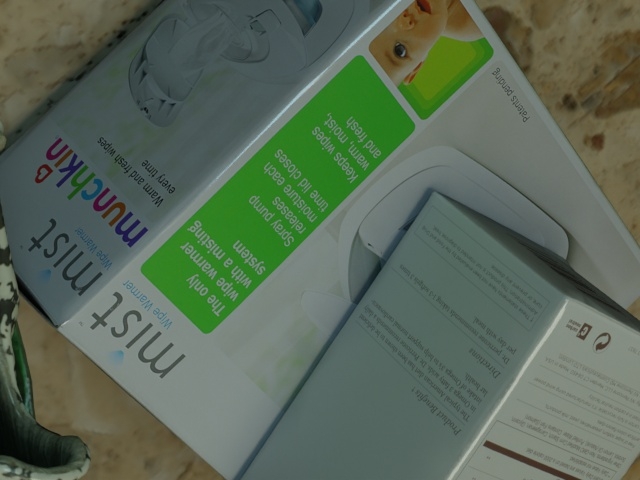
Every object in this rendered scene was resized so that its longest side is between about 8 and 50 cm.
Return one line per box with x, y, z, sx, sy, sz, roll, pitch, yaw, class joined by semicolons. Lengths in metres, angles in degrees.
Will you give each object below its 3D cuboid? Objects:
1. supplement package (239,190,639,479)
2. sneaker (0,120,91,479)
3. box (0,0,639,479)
0.061;0.089;0.862;0.105;0.105;0.179;26;102;-43;supplement package
-0.168;0.109;0.765;0.158;0.182;0.410;-24;114;-40;sneaker
0.000;0.000;0.922;0.231;0.127;0.262;-44;134;-4;box
